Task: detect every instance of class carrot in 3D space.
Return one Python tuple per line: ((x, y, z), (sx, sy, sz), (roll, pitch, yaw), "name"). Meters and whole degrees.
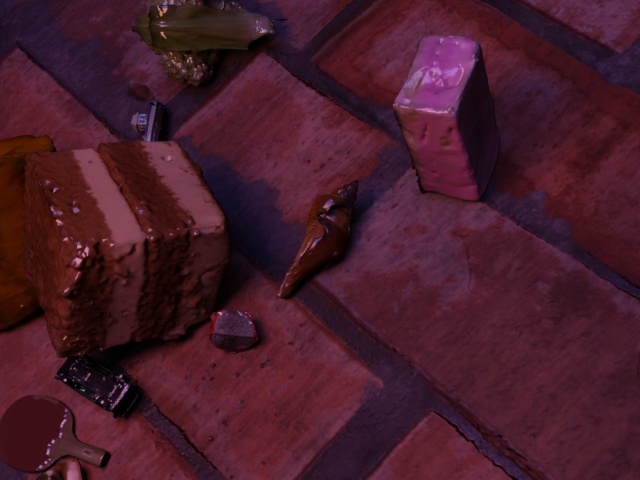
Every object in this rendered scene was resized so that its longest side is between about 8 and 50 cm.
((-0.572, -0.033, 1.574), (0.242, 0.340, 0.241), (-3, 32, 2), "carrot")

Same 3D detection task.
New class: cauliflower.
((-0.225, -0.445, 1.732), (0.315, 0.239, 0.256), (5, 75, -5), "cauliflower")

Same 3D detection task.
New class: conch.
((0.006, 0.000, 1.461), (0.080, 0.086, 0.232), (22, 80, -18), "conch")

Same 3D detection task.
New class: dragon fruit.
((-0.149, 0.153, 1.431), (0.083, 0.060, 0.056), (3, 51, -12), "dragon fruit")

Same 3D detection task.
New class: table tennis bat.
((-0.457, 0.336, 1.442), (0.234, 0.022, 0.131), (12, 65, 24), "table tennis bat")

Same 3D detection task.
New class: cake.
((-0.331, 0.004, 1.415), (0.290, 0.255, 0.282), (-11, 49, -32), "cake")

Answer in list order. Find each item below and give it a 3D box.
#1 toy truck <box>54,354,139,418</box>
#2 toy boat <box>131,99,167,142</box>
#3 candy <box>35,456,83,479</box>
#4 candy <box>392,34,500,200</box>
((-0.376, 0.243, 1.434), (0.147, 0.079, 0.065), (23, 69, 28), "toy truck")
((-0.347, -0.229, 1.706), (0.066, 0.059, 0.140), (4, 59, -1), "toy boat")
((-0.500, 0.437, 1.352), (0.271, 0.101, 0.143), (-14, 64, 3), "candy")
((0.213, -0.195, 1.397), (0.116, 0.265, 0.155), (13, 65, 27), "candy")
